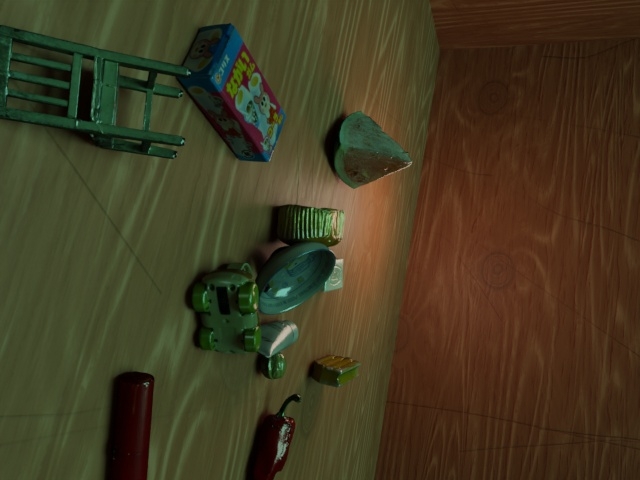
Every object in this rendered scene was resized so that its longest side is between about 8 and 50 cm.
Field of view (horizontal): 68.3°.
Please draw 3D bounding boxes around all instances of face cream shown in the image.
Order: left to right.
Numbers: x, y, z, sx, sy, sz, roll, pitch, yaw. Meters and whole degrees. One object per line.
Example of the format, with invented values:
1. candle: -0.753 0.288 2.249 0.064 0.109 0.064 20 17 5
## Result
1. face cream: -0.153 0.287 1.370 0.089 0.143 0.314 -68 163 5

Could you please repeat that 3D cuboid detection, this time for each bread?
1. bread: -0.029 -0.044 1.494 0.250 0.179 0.133 0 92 -64

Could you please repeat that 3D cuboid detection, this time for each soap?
1. soap: 0.029 0.130 1.813 0.183 0.064 0.121 -1 94 -67
2. soap: 0.057 0.513 1.870 0.232 0.140 0.073 12 85 -67

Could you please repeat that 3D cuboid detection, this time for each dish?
1. dish: -0.102 0.084 1.408 0.273 0.134 0.273 -30 149 -20

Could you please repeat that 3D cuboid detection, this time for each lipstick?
1. lipstick: -0.374 0.403 0.934 0.073 0.073 0.279 0 96 -67

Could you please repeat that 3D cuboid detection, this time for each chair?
1. chair: -0.361 -0.227 0.770 0.271 0.147 0.136 4 89 -23

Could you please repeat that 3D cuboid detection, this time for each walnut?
1. walnut: -0.145 0.379 1.441 0.092 0.092 0.092 6 90 -67

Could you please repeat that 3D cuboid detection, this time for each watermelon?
1. watermelon: 0.167 -0.316 1.823 0.250 0.293 0.283 -32 131 -25

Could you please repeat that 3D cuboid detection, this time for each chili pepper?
1. chili pepper: -0.154 0.663 1.473 0.110 0.110 0.387 42 62 -62

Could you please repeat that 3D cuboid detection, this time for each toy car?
1. toy car: -0.212 0.157 1.196 0.235 0.145 0.235 0 90 -83

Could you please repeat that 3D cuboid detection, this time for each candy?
1. candy: -0.199 -0.338 1.128 0.306 0.100 0.157 55 47 -58
